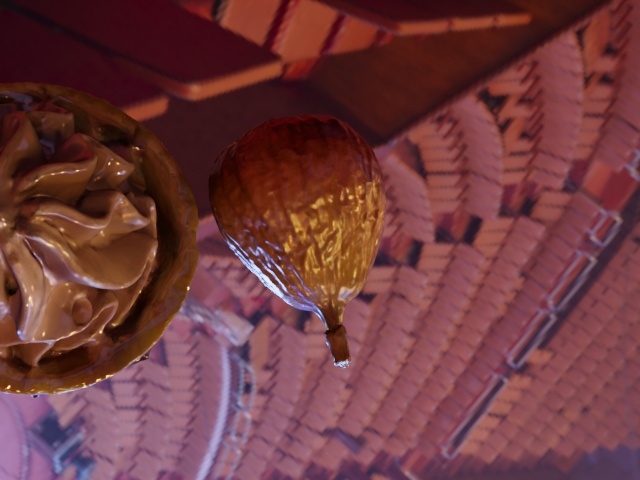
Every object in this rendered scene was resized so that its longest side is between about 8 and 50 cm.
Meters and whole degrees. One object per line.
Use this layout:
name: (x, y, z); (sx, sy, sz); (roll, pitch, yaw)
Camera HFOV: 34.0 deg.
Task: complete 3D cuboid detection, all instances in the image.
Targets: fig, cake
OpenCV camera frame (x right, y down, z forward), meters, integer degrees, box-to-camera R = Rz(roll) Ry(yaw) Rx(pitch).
fig: (-0.002, -0.014, 0.644); (0.119, 0.153, 0.119); (-17, 136, -17)
cake: (-0.162, 0.003, 0.619); (0.185, 0.208, 0.178); (-49, -168, -11)
